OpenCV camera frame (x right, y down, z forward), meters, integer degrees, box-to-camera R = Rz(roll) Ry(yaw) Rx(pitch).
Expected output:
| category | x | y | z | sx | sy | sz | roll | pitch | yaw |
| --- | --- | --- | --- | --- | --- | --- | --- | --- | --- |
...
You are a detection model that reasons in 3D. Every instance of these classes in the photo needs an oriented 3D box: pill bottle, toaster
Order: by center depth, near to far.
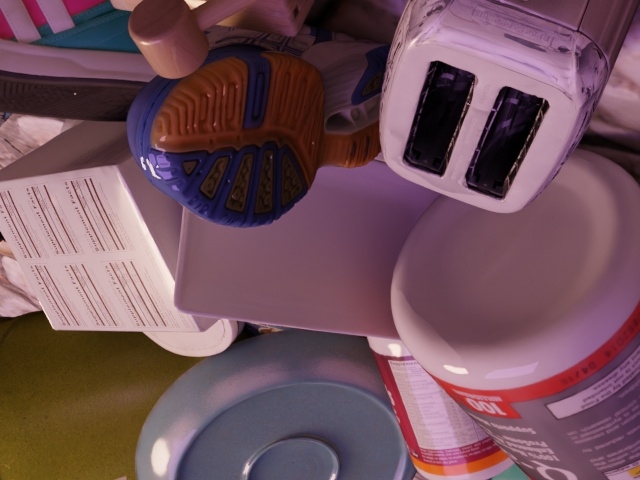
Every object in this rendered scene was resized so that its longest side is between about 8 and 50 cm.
| category | x | y | z | sx | sy | sz | roll | pitch | yaw |
| --- | --- | --- | --- | --- | --- | --- | --- | --- | --- |
| toaster | 0.109 | -0.118 | 0.635 | 0.129 | 0.146 | 0.227 | 23 | 154 | 5 |
| pill bottle | 0.230 | 0.108 | 0.888 | 0.210 | 0.210 | 0.363 | -1 | 145 | 41 |
| pill bottle | 0.113 | 0.108 | 1.009 | 0.121 | 0.121 | 0.221 | -3 | 115 | 43 |

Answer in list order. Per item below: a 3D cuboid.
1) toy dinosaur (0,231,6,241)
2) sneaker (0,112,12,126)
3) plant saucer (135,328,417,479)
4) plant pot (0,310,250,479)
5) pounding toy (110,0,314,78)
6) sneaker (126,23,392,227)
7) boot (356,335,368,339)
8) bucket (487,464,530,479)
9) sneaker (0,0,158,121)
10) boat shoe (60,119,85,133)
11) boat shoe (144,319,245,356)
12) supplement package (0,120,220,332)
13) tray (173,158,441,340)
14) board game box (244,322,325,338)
| category | x | y | z | sx | sy | sz | roll | pitch | yaw |
| --- | --- | --- | --- | --- | --- | --- | --- | --- | --- |
| toy dinosaur | -0.478 | -0.004 | 1.360 | 0.218 | 0.164 | 0.322 | 40 | 176 | 4 |
| sneaker | -0.314 | -0.136 | 0.985 | 0.110 | 0.122 | 0.283 | 32 | 153 | -17 |
| plant saucer | -0.033 | 0.233 | 1.123 | 0.318 | 0.043 | 0.317 | -7 | 123 | -10 |
| plant pot | -0.205 | 0.217 | 1.284 | 0.353 | 0.366 | 0.366 | -19 | 137 | 18 |
| pounding toy | -0.045 | -0.162 | 0.614 | 0.181 | 0.206 | 0.094 | 13 | 152 | 20 |
| sneaker | -0.053 | -0.090 | 0.715 | 0.131 | 0.112 | 0.296 | 23 | -160 | 21 |
| boot | 0.085 | 0.103 | 1.156 | 0.213 | 0.077 | 0.165 | 38 | 151 | -16 |
| bucket | 0.305 | 0.287 | 1.196 | 0.281 | 0.183 | 0.281 | 20 | 154 | 10 |
| sneaker | -0.230 | -0.191 | 0.744 | 0.295 | 0.178 | 0.124 | 4 | 166 | -32 |
| boat shoe | -0.202 | -0.056 | 1.092 | 0.070 | 0.077 | 0.219 | 9 | 154 | 34 |
| boat shoe | -0.170 | 0.037 | 1.130 | 0.319 | 0.099 | 0.116 | 10 | 125 | 48 |
| supplement package | -0.132 | -0.034 | 0.899 | 0.203 | 0.194 | 0.149 | -3 | 117 | 44 |
| tray | 0.000 | 0.000 | 0.846 | 0.270 | 0.145 | 0.030 | 11 | 169 | -38 |
| board game box | -0.010 | 0.121 | 1.165 | 0.136 | 0.035 | 0.201 | 10 | 145 | 42 |
